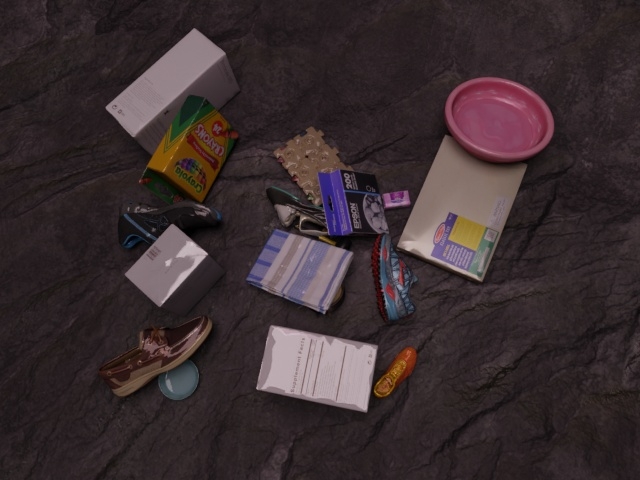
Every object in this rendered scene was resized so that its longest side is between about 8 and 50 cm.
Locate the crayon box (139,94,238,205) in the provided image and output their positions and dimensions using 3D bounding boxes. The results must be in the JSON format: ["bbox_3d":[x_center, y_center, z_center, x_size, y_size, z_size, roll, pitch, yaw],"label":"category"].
[{"bbox_3d":[-0.401,-0.261,1.557,0.081,0.202,0.318,19,76,29],"label":"crayon box"}]

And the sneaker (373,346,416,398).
[{"bbox_3d":[0.215,0.375,1.403,0.064,0.067,0.175,36,78,14],"label":"sneaker"}]

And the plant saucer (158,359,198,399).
[{"bbox_3d":[-0.413,0.405,1.462,0.119,0.021,0.119,-1,73,4],"label":"plant saucer"}]

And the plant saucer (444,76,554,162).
[{"bbox_3d":[0.545,-0.365,1.553,0.332,0.084,0.332,1,60,-3],"label":"plant saucer"}]

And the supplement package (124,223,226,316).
[{"bbox_3d":[-0.415,0.093,1.458,0.149,0.203,0.194,39,80,14],"label":"supplement package"}]

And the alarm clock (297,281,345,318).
[{"bbox_3d":[0.015,0.135,1.486,0.129,0.064,0.192,15,70,17],"label":"alarm clock"}]

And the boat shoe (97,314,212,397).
[{"bbox_3d":[-0.473,0.306,1.425,0.342,0.123,0.123,-33,113,0],"label":"boat shoe"}]

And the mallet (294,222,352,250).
[{"bbox_3d":[0.000,0.000,1.545,0.190,0.039,0.062,18,73,13],"label":"mallet"}]

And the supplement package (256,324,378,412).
[{"bbox_3d":[-0.003,0.351,1.367,0.293,0.177,0.175,10,75,7],"label":"supplement package"}]

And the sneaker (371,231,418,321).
[{"bbox_3d":[0.222,0.104,1.478,0.125,0.104,0.262,-4,80,-10],"label":"sneaker"}]

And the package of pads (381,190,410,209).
[{"bbox_3d":[0.237,-0.126,1.563,0.083,0.032,0.050,-8,75,2],"label":"package of pads"}]

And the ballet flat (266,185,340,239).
[{"bbox_3d":[-0.062,-0.080,1.526,0.280,0.095,0.096,22,72,17],"label":"ballet flat"}]

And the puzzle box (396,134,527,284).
[{"bbox_3d":[0.432,-0.101,1.532,0.272,0.052,0.409,24,77,10],"label":"puzzle box"}]

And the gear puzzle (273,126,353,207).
[{"bbox_3d":[0.012,-0.200,1.600,0.175,0.044,0.339,-36,78,-8],"label":"gear puzzle"}]

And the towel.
[{"bbox_3d":[-0.062,0.081,1.479,0.285,0.034,0.209,18,65,24],"label":"towel"}]

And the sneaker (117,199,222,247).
[{"bbox_3d":[-0.467,-0.042,1.548,0.341,0.125,0.139,-2,72,14],"label":"sneaker"}]

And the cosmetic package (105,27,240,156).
[{"bbox_3d":[-0.464,-0.462,1.617,0.385,0.217,0.156,-45,75,-6],"label":"cosmetic package"}]

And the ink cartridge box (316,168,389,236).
[{"bbox_3d":[0.100,-0.113,1.504,0.208,0.045,0.206,1,70,-35],"label":"ink cartridge box"}]
